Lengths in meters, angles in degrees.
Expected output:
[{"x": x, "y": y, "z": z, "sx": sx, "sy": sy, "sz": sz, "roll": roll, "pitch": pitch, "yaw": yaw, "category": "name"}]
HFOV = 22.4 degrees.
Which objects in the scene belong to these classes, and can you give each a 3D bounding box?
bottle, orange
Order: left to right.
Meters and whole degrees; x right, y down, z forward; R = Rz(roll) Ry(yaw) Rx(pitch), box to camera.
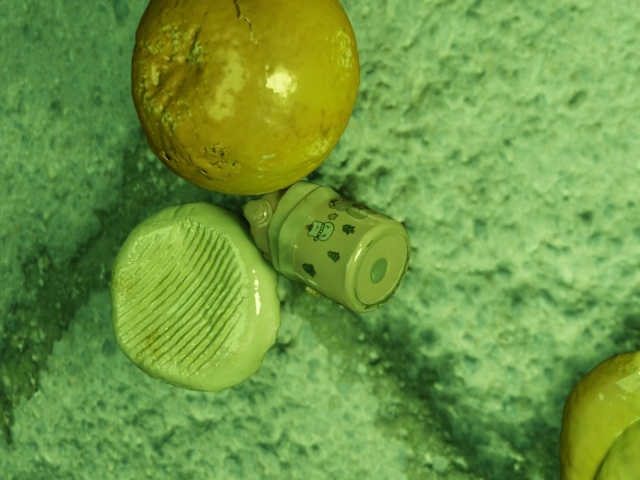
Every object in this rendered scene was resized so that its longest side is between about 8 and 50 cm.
[{"x": -0.066, "y": -0.149, "z": 1.435, "sx": 0.219, "sy": 0.193, "sz": 0.219, "roll": -25, "pitch": 55, "yaw": 41, "category": "orange"}, {"x": 0.000, "y": -0.001, "z": 1.465, "sx": 0.152, "sy": 0.099, "sz": 0.098, "roll": 24, "pitch": 110, "yaw": 36, "category": "bottle"}]

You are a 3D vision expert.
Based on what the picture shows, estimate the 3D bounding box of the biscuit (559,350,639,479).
[{"x": 0.274, "y": 0.248, "z": 1.313, "sx": 0.154, "sy": 0.045, "sz": 0.299, "roll": -39, "pitch": 72, "yaw": 36, "category": "biscuit"}]

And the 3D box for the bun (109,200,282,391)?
[{"x": -0.113, "y": 0.053, "z": 1.553, "sx": 0.183, "sy": 0.102, "sz": 0.183, "roll": 1, "pitch": 92, "yaw": 20, "category": "bun"}]
